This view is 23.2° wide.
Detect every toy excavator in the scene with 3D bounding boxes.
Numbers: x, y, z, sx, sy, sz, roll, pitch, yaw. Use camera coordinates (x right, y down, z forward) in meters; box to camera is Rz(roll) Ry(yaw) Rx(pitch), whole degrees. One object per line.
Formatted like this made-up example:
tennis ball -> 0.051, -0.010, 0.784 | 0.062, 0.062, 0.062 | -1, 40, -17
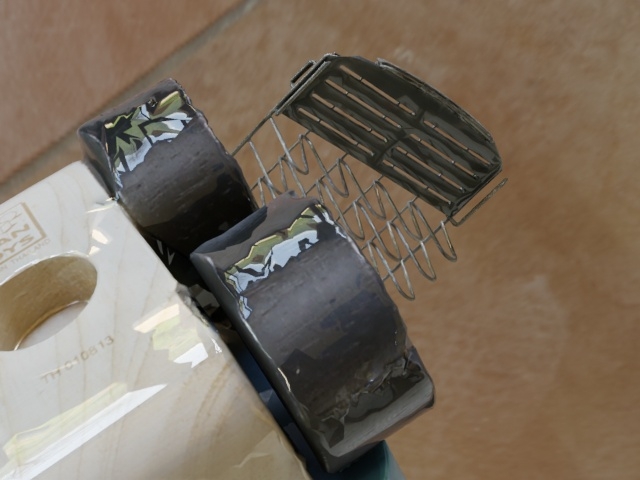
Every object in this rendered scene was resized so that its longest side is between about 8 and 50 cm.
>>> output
toy excavator -> -0.076, 0.146, 0.821 | 0.222, 0.433, 0.445 | -32, 125, -10

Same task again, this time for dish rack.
dish rack -> 0.000, 0.000, 1.115 | 0.208, 0.074, 0.271 | 28, 117, -36
